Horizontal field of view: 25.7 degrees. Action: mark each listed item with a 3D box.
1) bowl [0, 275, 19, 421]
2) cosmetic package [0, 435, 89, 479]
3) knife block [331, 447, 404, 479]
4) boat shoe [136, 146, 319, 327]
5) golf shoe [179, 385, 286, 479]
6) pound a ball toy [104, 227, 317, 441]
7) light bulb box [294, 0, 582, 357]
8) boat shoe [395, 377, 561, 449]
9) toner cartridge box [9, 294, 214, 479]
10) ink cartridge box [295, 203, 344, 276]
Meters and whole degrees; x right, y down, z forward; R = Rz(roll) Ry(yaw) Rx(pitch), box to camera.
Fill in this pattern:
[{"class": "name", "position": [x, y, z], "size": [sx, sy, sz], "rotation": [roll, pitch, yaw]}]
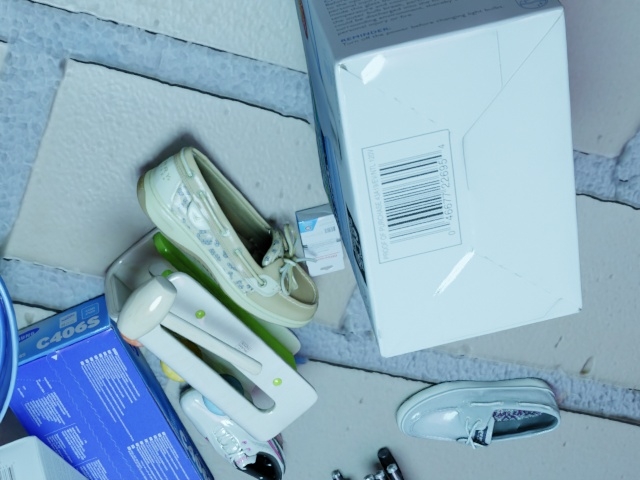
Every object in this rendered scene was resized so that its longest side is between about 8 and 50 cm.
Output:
[{"class": "bowl", "position": [-0.542, 0.113, 1.615], "size": [0.391, 0.077, 0.391], "rotation": [-2, 109, -5]}, {"class": "cosmetic package", "position": [-0.344, 0.327, 1.700], "size": [0.117, 0.085, 0.231], "rotation": [-21, 151, 2]}, {"class": "knife block", "position": [0.130, 0.413, 1.999], "size": [0.276, 0.088, 0.242], "rotation": [14, 118, -20]}, {"class": "boat shoe", "position": [-0.091, 0.002, 1.677], "size": [0.089, 0.104, 0.285], "rotation": [-35, 123, 25]}, {"class": "golf shoe", "position": [-0.110, 0.256, 1.848], "size": [0.067, 0.086, 0.186], "rotation": [-42, 120, 15]}, {"class": "pound a ball toy", "position": [-0.148, 0.130, 1.688], "size": [0.136, 0.208, 0.319], "rotation": [-39, 122, 11]}, {"class": "light bulb box", "position": [0.113, -0.137, 1.493], "size": [0.225, 0.361, 0.358], "rotation": [-12, 123, -4]}, {"class": "boat shoe", "position": [0.220, 0.242, 1.919], "size": [0.227, 0.081, 0.079], "rotation": [-7, 122, -10]}, {"class": "toner cartridge box", "position": [-0.272, 0.245, 1.808], "size": [0.165, 0.075, 0.348], "rotation": [-23, 124, 1]}, {"class": "ink cartridge box", "position": [0.000, 0.000, 1.749], "size": [0.048, 0.028, 0.083], "rotation": [-13, 123, -4]}]
